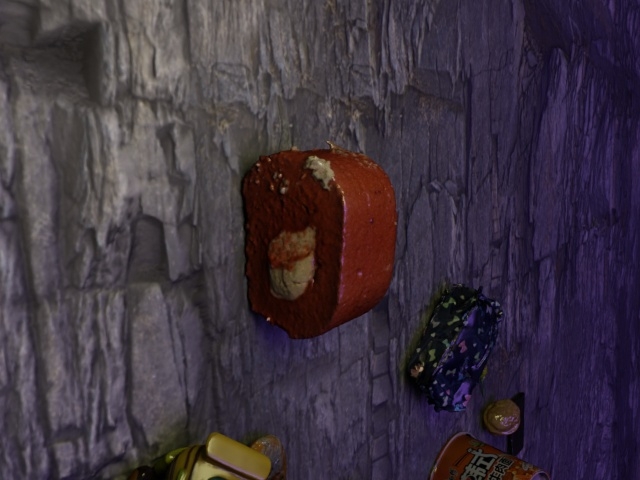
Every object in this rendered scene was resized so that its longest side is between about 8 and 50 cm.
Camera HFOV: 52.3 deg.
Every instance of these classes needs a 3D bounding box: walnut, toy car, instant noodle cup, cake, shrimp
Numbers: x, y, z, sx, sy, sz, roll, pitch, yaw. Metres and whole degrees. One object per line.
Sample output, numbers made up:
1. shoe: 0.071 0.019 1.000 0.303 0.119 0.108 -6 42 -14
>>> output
1. walnut: 0.432 0.424 1.554 0.096 0.082 0.079 -36 151 -32
2. toy car: -0.140 0.357 0.783 0.200 0.142 0.247 31 37 -21
3. instant noodle cup: 0.372 0.567 1.419 0.250 0.192 0.250 -9 102 -47
4. cake: 0.000 0.000 0.932 0.151 0.177 0.282 -10 104 -47
5. shrimp: -0.084 0.386 0.985 0.132 0.052 0.187 -3 102 -49

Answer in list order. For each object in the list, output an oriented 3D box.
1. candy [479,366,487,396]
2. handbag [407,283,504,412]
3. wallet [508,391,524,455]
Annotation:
1. candy: 0.374 0.325 1.517 0.035 0.035 0.123 -42 134 -24
2. handbag: 0.275 0.217 1.323 0.162 0.113 0.260 46 63 -34
3. wallet: 0.511 0.478 1.694 0.082 0.018 0.156 -17 108 -47
